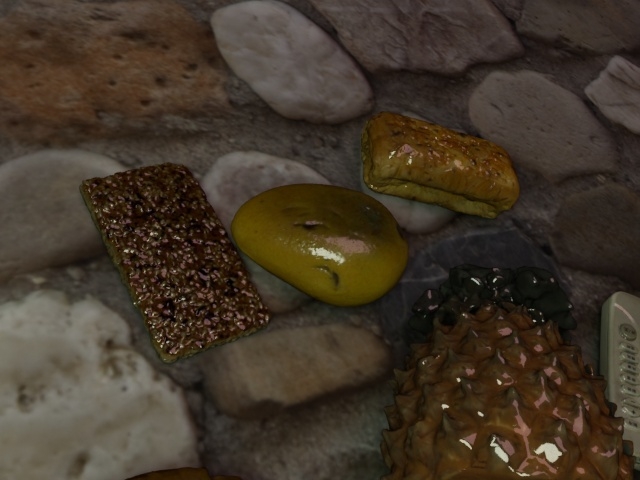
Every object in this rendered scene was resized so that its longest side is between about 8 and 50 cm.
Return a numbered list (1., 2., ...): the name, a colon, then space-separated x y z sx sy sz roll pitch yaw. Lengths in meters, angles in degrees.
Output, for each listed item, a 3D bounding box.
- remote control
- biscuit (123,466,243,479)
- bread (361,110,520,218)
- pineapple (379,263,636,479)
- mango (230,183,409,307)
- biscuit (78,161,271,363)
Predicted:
1. remote control: 0.372 0.165 0.866 0.090 0.049 0.230 25 48 -6
2. biscuit: -0.065 0.279 0.506 0.296 0.075 0.296 25 26 -13
3. bread: 0.156 -0.099 0.954 0.211 0.083 0.113 13 46 -18
4. pineapple: 0.177 0.129 0.719 0.223 0.222 0.357 23 37 -7
5. mango: 0.000 0.000 0.794 0.195 0.098 0.137 12 54 -10
6. biscuit: -0.152 0.011 0.762 0.131 0.025 0.230 -17 63 -34
